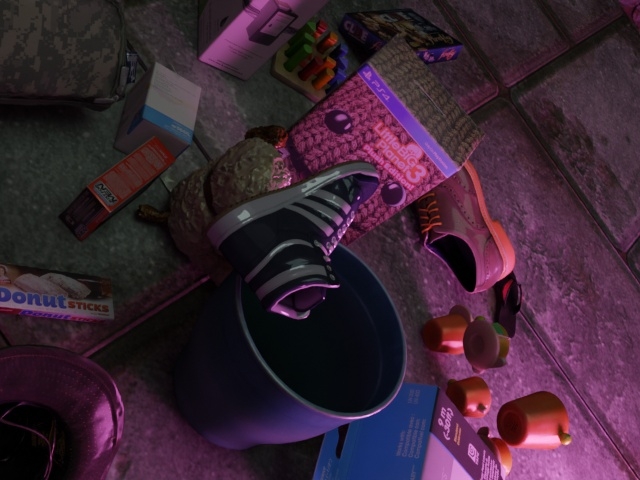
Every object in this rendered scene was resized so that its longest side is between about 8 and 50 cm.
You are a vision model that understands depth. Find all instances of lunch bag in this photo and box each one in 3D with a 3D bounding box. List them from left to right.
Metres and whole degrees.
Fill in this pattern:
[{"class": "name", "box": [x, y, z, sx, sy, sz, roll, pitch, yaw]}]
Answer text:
[{"class": "lunch bag", "box": [-0.428, -0.310, 1.370, 0.305, 0.212, 0.256, -6, 85, -45]}]

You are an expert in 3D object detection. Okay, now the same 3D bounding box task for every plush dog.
[{"class": "plush dog", "box": [-0.132, -0.065, 1.455, 0.210, 0.225, 0.262, 20, 51, -33]}]

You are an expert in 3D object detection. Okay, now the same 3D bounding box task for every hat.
[{"class": "hat", "box": [-0.388, 0.226, 1.061, 0.331, 0.331, 0.134, 0, 25, -44]}]

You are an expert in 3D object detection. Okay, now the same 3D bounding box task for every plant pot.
[{"class": "plant pot", "box": [-0.067, 0.162, 1.338, 0.271, 0.255, 0.272, 24, 47, -28]}]

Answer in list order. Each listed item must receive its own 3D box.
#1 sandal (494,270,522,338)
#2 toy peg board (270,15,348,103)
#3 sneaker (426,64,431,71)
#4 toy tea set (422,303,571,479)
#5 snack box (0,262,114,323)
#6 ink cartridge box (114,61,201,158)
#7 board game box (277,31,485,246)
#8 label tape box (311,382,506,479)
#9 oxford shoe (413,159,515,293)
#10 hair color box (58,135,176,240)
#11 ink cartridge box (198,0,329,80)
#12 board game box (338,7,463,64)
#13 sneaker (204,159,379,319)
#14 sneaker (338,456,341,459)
[{"class": "sandal", "box": [0.384, 0.118, 1.960, 0.067, 0.040, 0.179, 31, 46, -25]}, {"class": "toy peg board", "box": [-0.002, -0.359, 1.889, 0.160, 0.079, 0.161, 28, 47, -27]}, {"class": "sneaker", "box": [0.199, -0.308, 2.068, 0.083, 0.098, 0.224, -3, 39, -5]}, {"class": "toy tea set", "box": [0.308, 0.248, 1.686, 0.124, 0.200, 0.336, 0, 58, -34]}, {"class": "snack box", "box": [-0.362, 0.071, 1.301, 0.178, 0.022, 0.064, 11, 58, -39]}, {"class": "ink cartridge box", "box": [-0.253, -0.202, 1.535, 0.090, 0.092, 0.143, 28, 48, -28]}, {"class": "board game box", "box": [0.090, -0.168, 1.685, 0.232, 0.291, 0.141, 48, 41, -6]}, {"class": "label tape box", "box": [0.144, 0.359, 1.451, 0.348, 0.115, 0.249, 53, 37, -31]}, {"class": "oxford shoe", "box": [0.242, -0.066, 1.890, 0.132, 0.130, 0.364, -32, 87, -43]}, {"class": "hair color box", "box": [-0.293, -0.077, 1.413, 0.053, 0.093, 0.167, 49, 42, -5]}, {"class": "ink cartridge box", "box": [-0.098, -0.446, 1.710, 0.114, 0.273, 0.198, 20, 51, -33]}, {"class": "board game box", "box": [0.175, -0.437, 2.090, 0.165, 0.042, 0.243, 40, 35, 24]}, {"class": "sneaker", "box": [0.000, 0.000, 1.244, 0.282, 0.099, 0.153, -23, 72, -41]}, {"class": "sneaker", "box": [0.034, 0.382, 1.452, 0.162, 0.063, 0.073, -44, 115, -46]}]
